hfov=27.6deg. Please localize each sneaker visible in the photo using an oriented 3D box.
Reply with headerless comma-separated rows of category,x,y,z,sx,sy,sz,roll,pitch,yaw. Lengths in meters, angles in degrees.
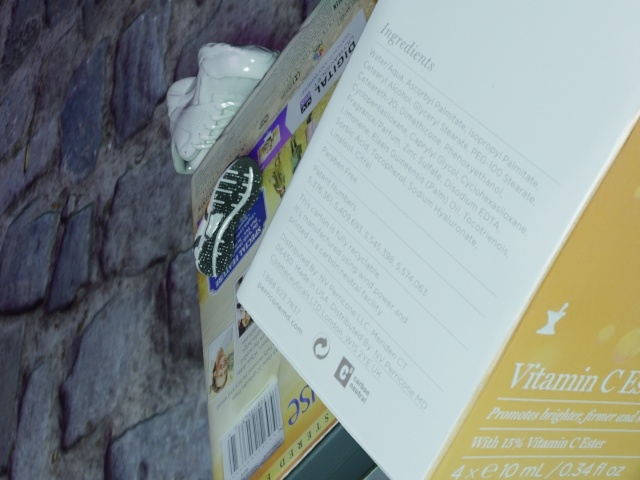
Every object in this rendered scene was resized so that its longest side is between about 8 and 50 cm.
sneaker,-0.094,-0.122,1.300,0.232,0.090,0.115,146,128,-67
sneaker,-0.086,-0.025,1.127,0.109,0.040,0.044,-66,25,8

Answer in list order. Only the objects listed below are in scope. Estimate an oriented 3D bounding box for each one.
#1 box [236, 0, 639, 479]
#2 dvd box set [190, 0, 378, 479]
box,0.146,-0.060,0.624,0.168,0.215,0.345,46,118,42
dvd box set,0.000,0.000,1.066,0.308,0.062,0.420,-50,33,33
